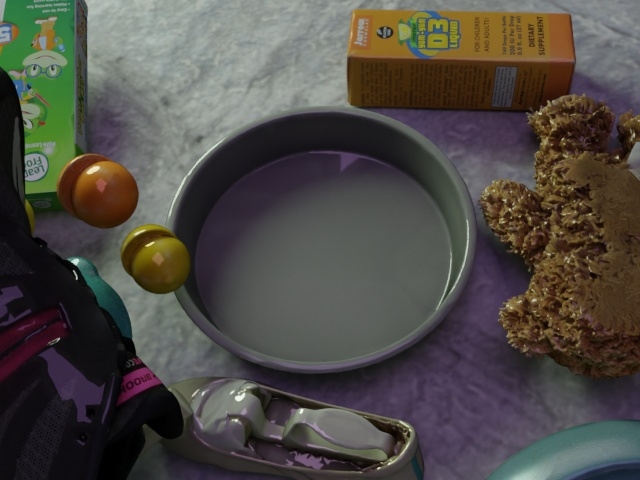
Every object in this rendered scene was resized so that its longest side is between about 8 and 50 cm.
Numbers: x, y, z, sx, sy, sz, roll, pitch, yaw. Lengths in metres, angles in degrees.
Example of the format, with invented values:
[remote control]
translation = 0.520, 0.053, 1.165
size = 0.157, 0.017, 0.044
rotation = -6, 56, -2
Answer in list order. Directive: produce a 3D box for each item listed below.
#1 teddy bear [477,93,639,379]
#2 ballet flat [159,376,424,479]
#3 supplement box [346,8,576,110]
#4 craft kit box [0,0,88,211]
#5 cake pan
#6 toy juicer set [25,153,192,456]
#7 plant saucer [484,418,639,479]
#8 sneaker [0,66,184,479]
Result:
[teddy bear]
translation = 0.266, -0.010, 0.836
size = 0.245, 0.113, 0.338
rotation = 0, 51, -5
[ballet flat]
translation = -0.034, 0.155, 0.754
size = 0.248, 0.086, 0.086
rotation = 12, 60, 11
[supplement box]
translation = 0.145, -0.191, 0.957
size = 0.233, 0.080, 0.078
rotation = 1, 56, 7
[craft kit box]
translation = -0.372, -0.144, 0.945
size = 0.250, 0.061, 0.247
rotation = -6, 73, -1
[cake pan]
translation = 0.000, 0.000, 0.863
size = 0.293, 0.054, 0.293
rotation = -2, 59, 3
[toy juicer set]
translation = -0.199, 0.079, 0.798
size = 0.209, 0.089, 0.329
rotation = -20, 75, 6
[plant saucer]
translation = 0.236, 0.285, 0.641
size = 0.317, 0.044, 0.318
rotation = -2, 71, 5
[sneaker]
translation = -0.207, 0.092, 0.672
size = 0.202, 0.185, 0.483
rotation = -11, 90, 5
